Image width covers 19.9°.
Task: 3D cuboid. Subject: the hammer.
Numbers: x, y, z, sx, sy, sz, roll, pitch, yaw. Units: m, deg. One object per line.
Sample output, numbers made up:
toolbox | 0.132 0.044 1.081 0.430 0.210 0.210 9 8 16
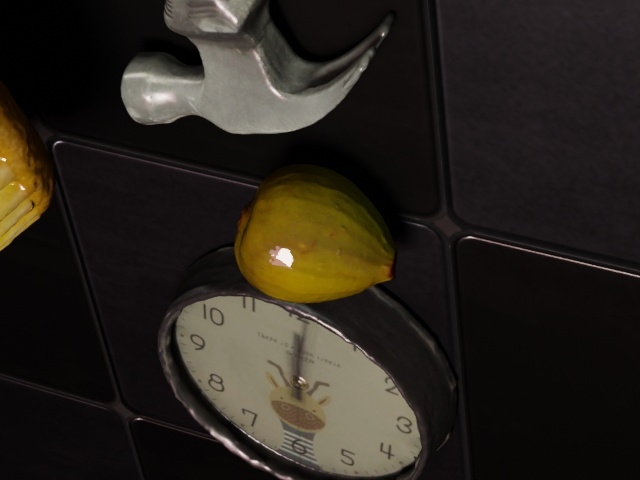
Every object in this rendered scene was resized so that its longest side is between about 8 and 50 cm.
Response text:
hammer | -0.063 -0.144 0.858 0.158 0.041 0.226 0 132 33

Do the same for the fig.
fig | 0.000 0.000 0.952 0.088 0.074 0.074 16 142 -6

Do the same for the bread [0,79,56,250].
bread | -0.251 -0.087 0.922 0.253 0.142 0.227 58 174 -20

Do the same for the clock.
clock | -0.011 0.081 1.071 0.184 0.040 0.184 19 141 16
